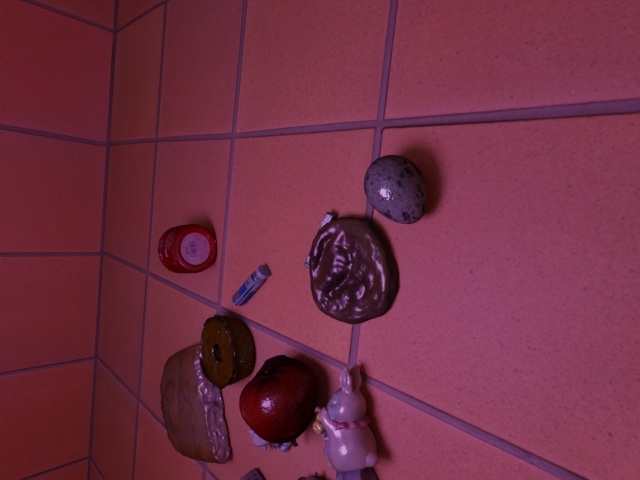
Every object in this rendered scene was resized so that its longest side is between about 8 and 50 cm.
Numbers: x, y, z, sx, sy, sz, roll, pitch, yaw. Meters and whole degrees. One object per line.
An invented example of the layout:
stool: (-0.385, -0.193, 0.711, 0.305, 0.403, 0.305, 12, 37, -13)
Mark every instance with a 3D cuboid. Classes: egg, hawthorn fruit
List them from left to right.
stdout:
hawthorn fruit: (-0.107, 0.467, 1.129, 0.211, 0.230, 0.265, -6, 110, 10)
egg: (0.173, -0.114, 0.911, 0.132, 0.132, 0.172, -40, 75, 37)

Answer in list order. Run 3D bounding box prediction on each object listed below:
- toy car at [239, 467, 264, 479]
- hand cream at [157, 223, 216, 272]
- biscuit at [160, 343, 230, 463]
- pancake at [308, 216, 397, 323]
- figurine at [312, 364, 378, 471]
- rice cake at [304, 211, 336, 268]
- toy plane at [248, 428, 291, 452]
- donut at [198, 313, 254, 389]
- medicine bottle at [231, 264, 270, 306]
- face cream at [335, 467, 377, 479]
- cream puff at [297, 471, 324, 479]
toy car: (-0.312, 0.895, 1.226, 0.242, 0.336, 0.226, 38, 113, 38)
hand cream: (-0.505, 0.032, 1.525, 0.126, 0.193, 0.192, -7, 85, 42)
biscuit: (-0.532, 0.641, 1.602, 0.447, 0.104, 0.428, -19, 77, 42)
pancake: (0.075, 0.080, 1.053, 0.295, 0.050, 0.293, 2, 94, 38)
figurine: (0.060, 0.448, 1.028, 0.155, 0.127, 0.235, -31, 63, 50)
rice cake: (0.000, 0.000, 1.146, 0.031, 0.042, 0.180, 28, 111, 13)
toy plane: (-0.163, 0.597, 1.264, 0.174, 0.080, 0.173, 8, 107, 30)
donut: (-0.331, 0.389, 1.419, 0.272, 0.107, 0.271, -7, 81, 47)
medicine bottle: (-0.238, 0.156, 1.362, 0.191, 0.051, 0.051, -46, 60, 32)
face cream: (0.089, 0.620, 1.012, 0.095, 0.091, 0.091, -43, 61, 26)
cream puff: (-0.035, 0.737, 1.101, 0.121, 0.156, 0.156, 106, 146, -66)
